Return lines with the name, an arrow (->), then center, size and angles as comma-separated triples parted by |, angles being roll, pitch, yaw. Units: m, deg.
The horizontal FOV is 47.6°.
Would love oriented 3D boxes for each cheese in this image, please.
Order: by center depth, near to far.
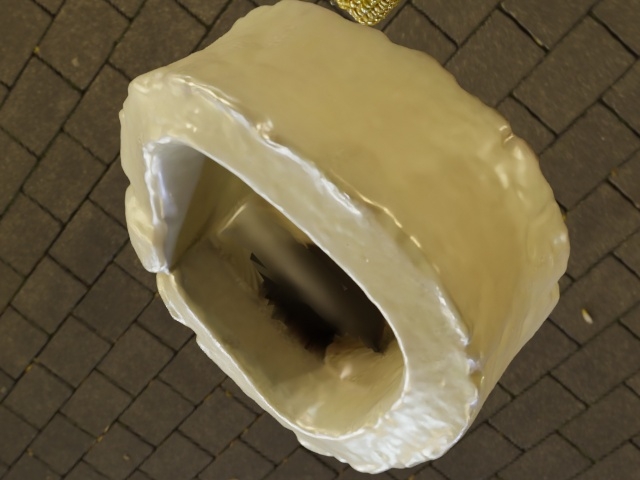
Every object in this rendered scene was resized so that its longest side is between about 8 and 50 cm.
cheese -> -0.003, 0.003, 0.547 | 0.332, 0.153, 0.292 | 47, 143, 3

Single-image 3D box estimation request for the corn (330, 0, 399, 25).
corn -> 0.126, -0.436, 1.054 | 0.102, 0.102, 0.313 | 37, 142, -8
